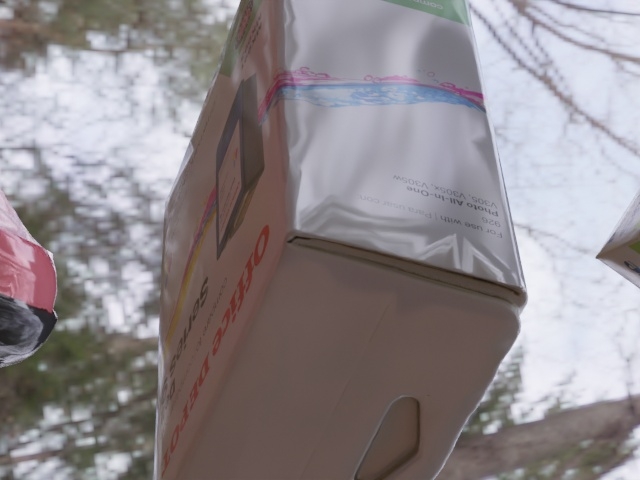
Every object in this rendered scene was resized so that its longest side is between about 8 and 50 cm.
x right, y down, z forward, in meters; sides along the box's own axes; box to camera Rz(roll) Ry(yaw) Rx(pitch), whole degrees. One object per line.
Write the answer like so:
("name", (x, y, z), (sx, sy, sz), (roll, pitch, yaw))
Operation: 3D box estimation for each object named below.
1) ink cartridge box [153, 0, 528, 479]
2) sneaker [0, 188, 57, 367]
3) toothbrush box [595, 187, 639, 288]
("ink cartridge box", (0.000, 0.000, 0.665), (0.212, 0.093, 0.154), (-96, -156, -50))
("sneaker", (-0.167, -0.083, 0.542), (0.314, 0.116, 0.136), (41, -84, 37))
("toothbrush box", (0.293, -0.060, 0.958), (0.122, 0.283, 0.206), (35, -102, -1))
